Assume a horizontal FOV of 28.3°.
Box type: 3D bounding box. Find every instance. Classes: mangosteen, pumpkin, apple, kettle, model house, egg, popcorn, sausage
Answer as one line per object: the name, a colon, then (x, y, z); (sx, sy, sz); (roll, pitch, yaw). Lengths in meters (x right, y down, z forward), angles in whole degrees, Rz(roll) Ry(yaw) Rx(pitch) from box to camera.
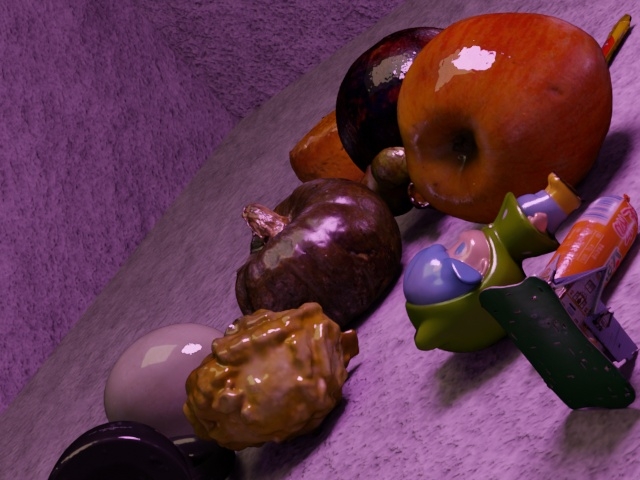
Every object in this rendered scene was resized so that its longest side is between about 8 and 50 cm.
mangosteen: (0.167, -0.201, 2.085); (0.311, 0.311, 0.311); (-39, 14, 12)
pumpkin: (0.000, 0.000, 1.999); (0.232, 0.242, 0.325); (-44, 16, 28)
apple: (0.245, -0.157, 1.732); (0.301, 0.301, 0.301); (-39, 14, 12)
kettle: (-0.250, 0.346, 1.807); (0.268, 0.207, 0.290); (-14, 3, -5)
model house: (0.253, 0.077, 1.247); (0.088, 0.167, 0.117); (-46, 9, -28)
egg: (-0.239, 0.233, 2.046); (0.253, 0.186, 0.186); (-39, 14, 17)
popcorn: (-0.059, 0.193, 1.752); (0.266, 0.192, 0.233); (-23, -15, -34)
sausage: (0.302, 0.026, 1.451); (0.234, 0.071, 0.071); (-51, 17, -30)

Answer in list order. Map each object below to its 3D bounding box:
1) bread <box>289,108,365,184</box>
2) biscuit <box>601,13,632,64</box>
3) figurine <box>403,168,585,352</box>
bread: (0.083, -0.186, 2.456); (0.312, 0.172, 0.312); (-39, 12, 10)
biscuit: (0.446, -0.276, 2.055); (0.292, 0.026, 0.048); (-53, -2, -38)
figurine: (0.208, 0.029, 1.521); (0.263, 0.143, 0.162); (-45, 5, 8)
